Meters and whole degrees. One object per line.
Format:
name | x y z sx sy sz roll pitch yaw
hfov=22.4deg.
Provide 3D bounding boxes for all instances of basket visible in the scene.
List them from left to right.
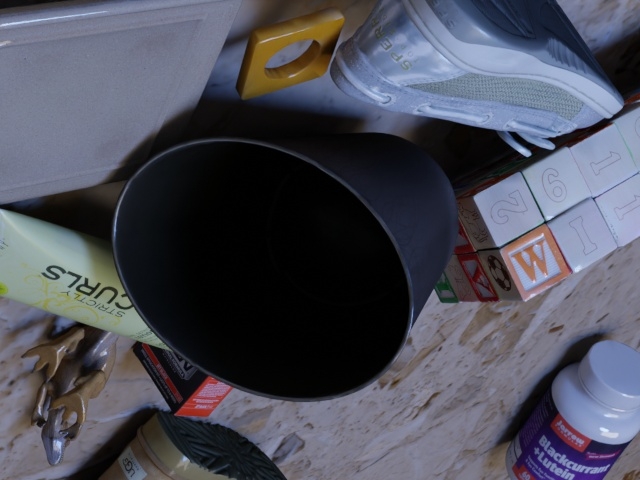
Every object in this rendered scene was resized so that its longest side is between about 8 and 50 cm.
basket | 0.000 0.000 1.083 0.227 0.204 0.154 -25 137 -68

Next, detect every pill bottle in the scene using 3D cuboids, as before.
pill bottle | 0.290 0.202 1.784 0.108 0.108 0.193 -12 143 -37

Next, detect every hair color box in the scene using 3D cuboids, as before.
hair color box | -0.073 0.061 1.223 0.141 0.072 0.043 -49 149 19

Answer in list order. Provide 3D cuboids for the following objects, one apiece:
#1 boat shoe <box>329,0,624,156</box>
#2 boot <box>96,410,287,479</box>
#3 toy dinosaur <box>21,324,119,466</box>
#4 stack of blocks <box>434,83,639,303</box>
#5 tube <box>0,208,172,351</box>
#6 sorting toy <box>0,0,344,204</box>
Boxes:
boat shoe | 0.116 -0.121 1.107 0.103 0.118 0.320 -37 164 22
boot | -0.173 0.272 1.414 0.269 0.089 0.236 -43 140 11
toy dinosaur | -0.166 0.077 1.179 0.211 0.064 0.112 -53 179 19
stack of blocks | 0.229 -0.056 1.282 0.297 0.087 0.171 -28 -175 -17
tube | -0.155 0.028 1.075 0.240 0.062 0.070 23 100 -46
sorting toy | -0.147 -0.090 0.942 0.348 0.047 0.196 -13 154 -34
